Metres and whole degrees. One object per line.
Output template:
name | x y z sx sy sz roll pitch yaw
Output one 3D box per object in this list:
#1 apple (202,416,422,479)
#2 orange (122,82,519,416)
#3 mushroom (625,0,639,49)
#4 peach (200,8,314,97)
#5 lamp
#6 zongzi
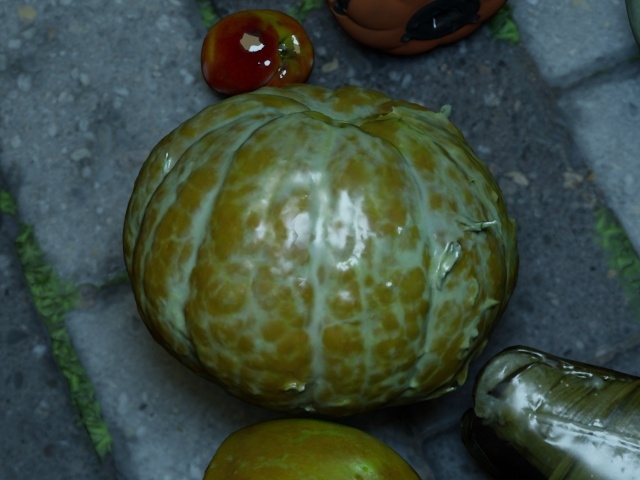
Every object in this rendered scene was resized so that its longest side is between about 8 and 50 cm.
apple | -0.018 0.255 1.450 0.207 0.237 0.237 30 72 29
orange | 0.000 0.000 1.500 0.329 0.329 0.249 15 113 10
mushroom | 0.442 -0.242 1.591 0.352 0.260 0.352 -16 46 18
peach | -0.061 -0.170 1.693 0.101 0.101 0.101 -2 67 4
lamp | 0.085 -0.268 1.670 0.187 0.187 0.164 -19 65 -3
zongzi | 0.296 0.138 1.508 0.286 0.134 0.288 38 76 15
